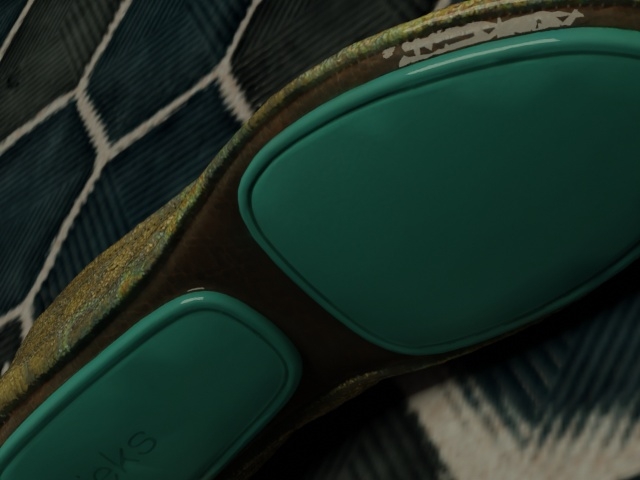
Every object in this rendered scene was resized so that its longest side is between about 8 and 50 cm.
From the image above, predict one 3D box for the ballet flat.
[{"bbox_3d":[0.000,0.000,0.589,0.348,0.123,0.123,-37,35,31],"label":"ballet flat"}]
